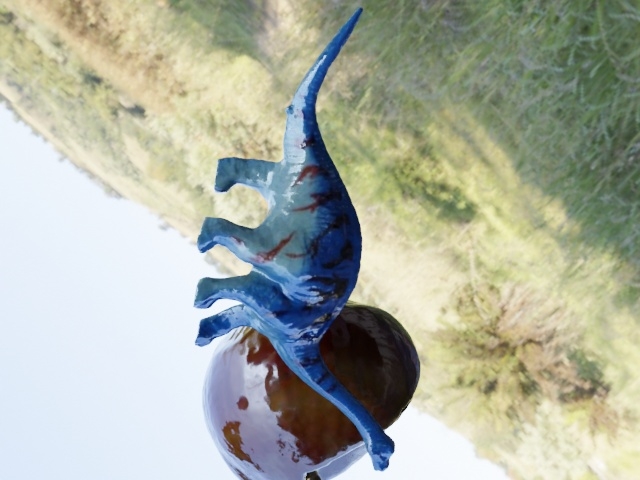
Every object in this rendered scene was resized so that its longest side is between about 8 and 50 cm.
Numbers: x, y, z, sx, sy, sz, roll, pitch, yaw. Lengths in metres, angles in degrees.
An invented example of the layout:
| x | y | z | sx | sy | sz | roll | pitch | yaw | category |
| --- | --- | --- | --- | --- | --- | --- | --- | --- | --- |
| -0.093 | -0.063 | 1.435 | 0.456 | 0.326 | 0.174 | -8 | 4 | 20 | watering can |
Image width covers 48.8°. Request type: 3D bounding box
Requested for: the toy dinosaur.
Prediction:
| x | y | z | sx | sy | sz | roll | pitch | yaw | category |
| --- | --- | --- | --- | --- | --- | --- | --- | --- | --- |
| -0.029 | 0.013 | 0.493 | 0.076 | 0.144 | 0.329 | -77 | -17 | -83 | toy dinosaur |

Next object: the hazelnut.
| x | y | z | sx | sy | sz | roll | pitch | yaw | category |
| --- | --- | --- | --- | --- | --- | --- | --- | --- | --- |
| -0.017 | 0.128 | 0.622 | 0.160 | 0.170 | 0.201 | 39 | 143 | -1 | hazelnut |
